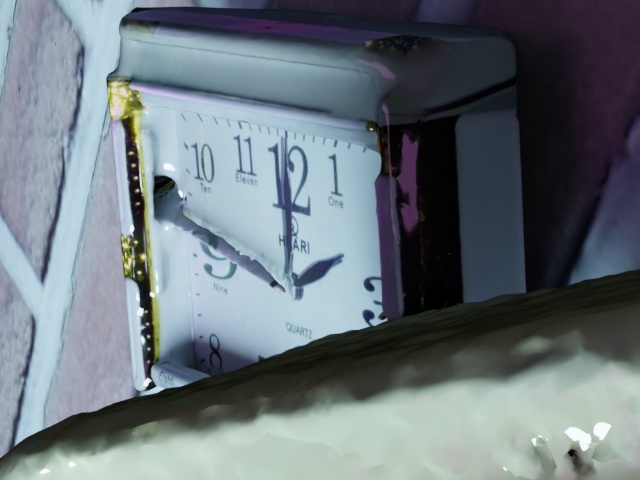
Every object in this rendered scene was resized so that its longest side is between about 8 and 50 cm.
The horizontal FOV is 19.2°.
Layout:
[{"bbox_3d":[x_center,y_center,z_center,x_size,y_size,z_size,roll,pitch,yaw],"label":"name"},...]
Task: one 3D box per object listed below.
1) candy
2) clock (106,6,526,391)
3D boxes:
[{"bbox_3d":[0.065,0.081,0.527,0.320,0.179,0.135,-12,91,40],"label":"candy"},{"bbox_3d":[0.000,0.000,0.771,0.253,0.083,0.186,16,113,55],"label":"clock"}]
